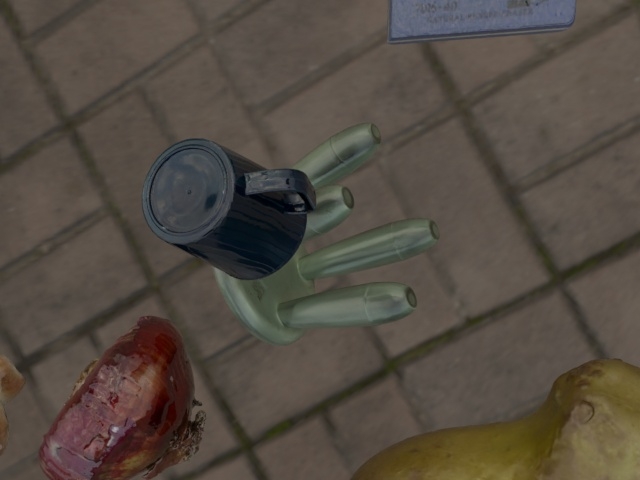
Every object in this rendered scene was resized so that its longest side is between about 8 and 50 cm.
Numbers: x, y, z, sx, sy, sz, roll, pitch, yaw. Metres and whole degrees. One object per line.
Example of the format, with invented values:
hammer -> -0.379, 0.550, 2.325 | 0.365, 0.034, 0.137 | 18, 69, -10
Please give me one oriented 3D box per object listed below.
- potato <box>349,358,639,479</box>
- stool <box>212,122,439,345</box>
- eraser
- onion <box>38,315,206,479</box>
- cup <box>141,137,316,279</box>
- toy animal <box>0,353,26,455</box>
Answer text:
potato -> 0.182, 0.293, 1.804 | 0.296, 0.290, 0.397 | 18, 123, -7
stool -> 0.000, 0.000, 1.824 | 0.199, 0.195, 0.195 | -23, 114, 29
eraser -> 0.162, -0.250, 1.652 | 0.225, 0.036, 0.082 | 0, 83, 29
onion -> -0.215, 0.205, 1.851 | 0.163, 0.230, 0.230 | 38, 111, -8
cup -> -0.084, -0.042, 1.576 | 0.150, 0.138, 0.113 | -40, 62, 13
toy animal -> -0.315, 0.101, 1.121 | 0.185, 0.184, 0.104 | 45, 117, 17
